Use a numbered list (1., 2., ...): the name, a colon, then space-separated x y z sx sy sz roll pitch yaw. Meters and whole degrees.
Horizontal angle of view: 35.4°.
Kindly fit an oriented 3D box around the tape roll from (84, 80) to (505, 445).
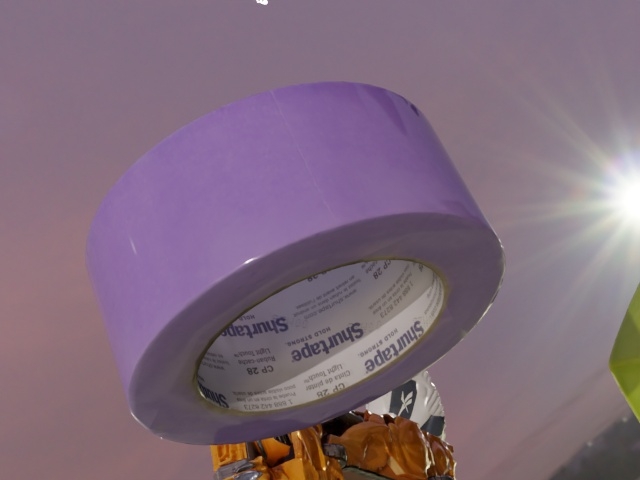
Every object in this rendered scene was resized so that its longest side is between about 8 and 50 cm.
1. tape roll: -0.012 0.018 0.488 0.189 0.080 0.189 -17 -32 -11

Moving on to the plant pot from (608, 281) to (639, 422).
1. plant pot: 0.487 0.140 1.124 0.207 0.227 0.228 -21 18 41

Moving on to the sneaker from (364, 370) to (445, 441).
1. sneaker: 0.057 0.238 1.133 0.153 0.094 0.235 -25 -58 -28

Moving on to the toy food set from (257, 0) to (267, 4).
1. toy food set: -0.124 -0.566 1.922 0.128 0.071 0.218 -58 -16 -71

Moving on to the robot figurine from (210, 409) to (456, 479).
1. robot figurine: 0.024 0.198 0.721 0.085 0.211 0.291 -28 -34 25
